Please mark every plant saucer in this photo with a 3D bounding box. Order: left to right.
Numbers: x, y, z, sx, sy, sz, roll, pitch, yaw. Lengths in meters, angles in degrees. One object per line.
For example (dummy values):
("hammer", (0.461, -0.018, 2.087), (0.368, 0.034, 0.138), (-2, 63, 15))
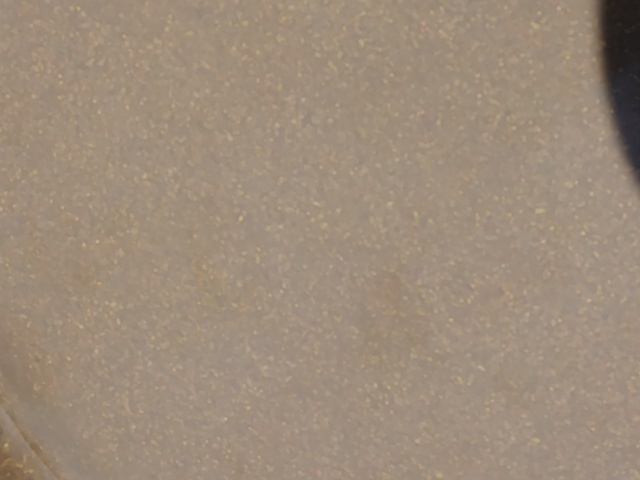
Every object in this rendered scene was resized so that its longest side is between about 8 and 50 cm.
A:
("plant saucer", (0.000, 0.000, 0.473), (0.311, 0.310, 0.050), (17, -158, 14))
